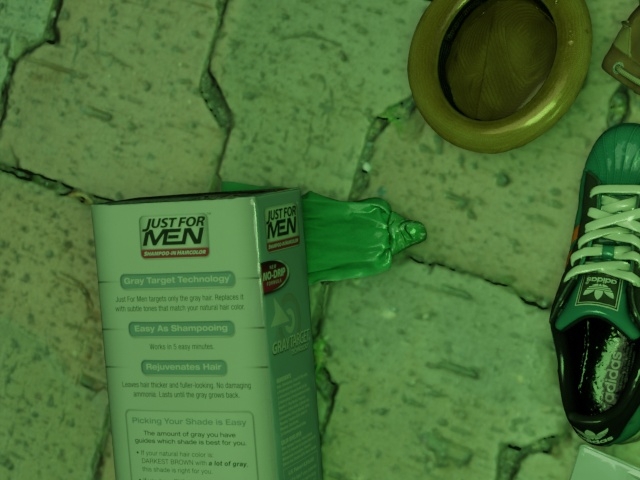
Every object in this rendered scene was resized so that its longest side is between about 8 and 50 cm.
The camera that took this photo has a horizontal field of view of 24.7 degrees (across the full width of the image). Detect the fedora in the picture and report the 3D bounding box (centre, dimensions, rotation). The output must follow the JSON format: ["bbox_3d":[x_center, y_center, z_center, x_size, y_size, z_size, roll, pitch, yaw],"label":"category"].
[{"bbox_3d":[0.180,-0.171,1.418,0.194,0.079,0.194,-6,75,23],"label":"fedora"}]

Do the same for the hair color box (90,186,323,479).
[{"bbox_3d":[-0.108,0.140,1.456,0.185,0.114,0.374,-2,96,24],"label":"hair color box"}]

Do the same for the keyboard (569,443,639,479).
[{"bbox_3d":[0.235,0.313,1.336,0.072,0.014,0.256,24,110,31],"label":"keyboard"}]

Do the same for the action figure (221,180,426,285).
[{"bbox_3d":[0.000,0.000,1.489,0.232,0.063,0.137,-4,81,29],"label":"action figure"}]

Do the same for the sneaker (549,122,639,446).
[{"bbox_3d":[0.271,0.036,1.326,0.108,0.121,0.302,1,84,25],"label":"sneaker"}]

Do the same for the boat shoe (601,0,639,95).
[{"bbox_3d":[0.379,-0.093,1.302,0.116,0.123,0.324,-49,60,19],"label":"boat shoe"}]
